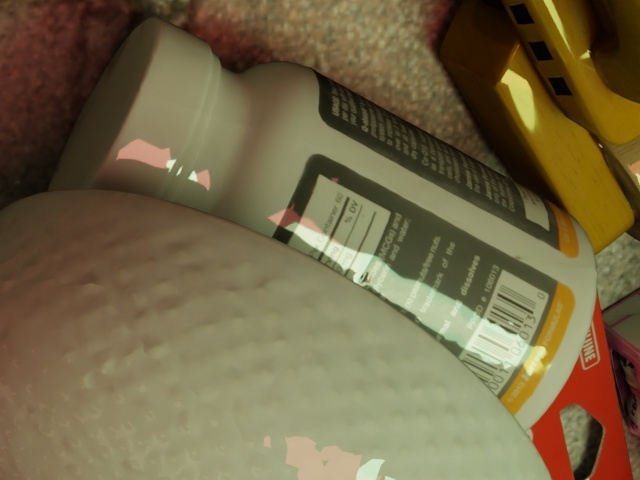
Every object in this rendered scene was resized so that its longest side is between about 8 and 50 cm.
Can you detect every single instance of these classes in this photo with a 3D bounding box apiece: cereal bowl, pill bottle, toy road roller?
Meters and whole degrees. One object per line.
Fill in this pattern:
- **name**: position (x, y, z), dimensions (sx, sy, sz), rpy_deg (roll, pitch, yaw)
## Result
- **cereal bowl**: position (-0.063, 0.137, 0.683), dimensions (0.339, 0.339, 0.141), rpy_deg (52, 54, -31)
- **pill bottle**: position (0.000, 0.000, 0.752), dimensions (0.278, 0.162, 0.162), rpy_deg (27, 100, -20)
- **toy road roller**: position (0.188, -0.130, 0.734), dimensions (0.202, 0.240, 0.329), rpy_deg (-37, 121, -3)

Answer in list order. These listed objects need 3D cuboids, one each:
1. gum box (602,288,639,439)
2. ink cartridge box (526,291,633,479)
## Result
- **gum box**: position (0.291, 0.065, 0.968), dimensions (0.188, 0.062, 0.107), rpy_deg (-30, 120, -8)
- **ink cartridge box**: position (0.121, 0.193, 0.935), dimensions (0.239, 0.060, 0.275), rpy_deg (-27, 128, -9)
